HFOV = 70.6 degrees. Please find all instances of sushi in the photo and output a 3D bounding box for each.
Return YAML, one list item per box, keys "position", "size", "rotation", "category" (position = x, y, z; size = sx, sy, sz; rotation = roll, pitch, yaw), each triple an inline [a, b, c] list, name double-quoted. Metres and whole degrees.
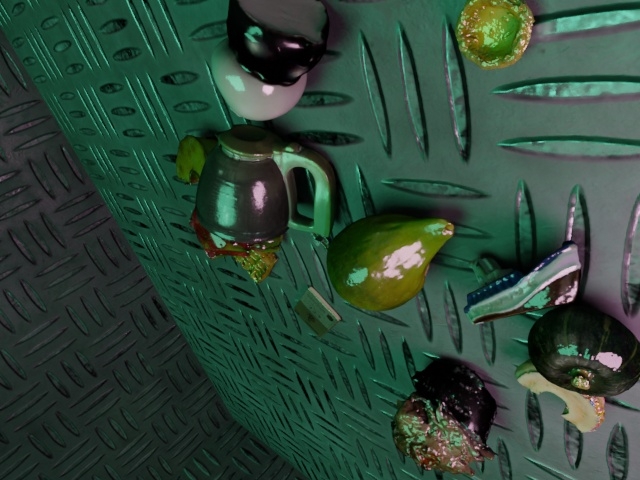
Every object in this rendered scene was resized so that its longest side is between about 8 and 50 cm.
- position: [0.292, 0.432, 1.076]
  size: [0.238, 0.218, 0.225]
  rotation: [18, 140, 42]
  category: "sushi"

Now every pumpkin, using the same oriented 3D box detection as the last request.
- position: [0.425, 0.181, 0.737]
  size: [0.167, 0.125, 0.167]
  rotation: [41, 163, 15]
  category: "pumpkin"

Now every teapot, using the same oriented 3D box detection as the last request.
- position: [-0.141, -0.125, 1.043]
  size: [0.321, 0.239, 0.239]
  rotation: [37, 135, 29]
  category: "teapot"

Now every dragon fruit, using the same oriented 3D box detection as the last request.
- position: [-0.247, -0.052, 1.324]
  size: [0.198, 0.269, 0.200]
  rotation: [106, 159, -69]
  category: "dragon fruit"

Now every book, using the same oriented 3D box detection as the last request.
- position: [-0.015, 0.234, 1.450]
  size: [0.138, 0.016, 0.199]
  rotation: [46, 148, 8]
  category: "book"

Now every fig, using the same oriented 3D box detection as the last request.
- position: [0.147, 0.018, 0.894]
  size: [0.206, 0.206, 0.275]
  rotation: [50, 134, 2]
  category: "fig"

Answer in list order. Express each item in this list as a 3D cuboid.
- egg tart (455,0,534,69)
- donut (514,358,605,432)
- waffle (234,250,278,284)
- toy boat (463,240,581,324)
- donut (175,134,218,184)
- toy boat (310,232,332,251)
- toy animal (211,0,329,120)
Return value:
- position: [0.230, -0.279, 0.593]
  size: [0.105, 0.039, 0.105]
  rotation: [32, 144, 27]
  category: "egg tart"
- position: [0.462, 0.275, 0.845]
  size: [0.166, 0.065, 0.108]
  rotation: [42, 147, 16]
  category: "donut"
- position: [-0.243, 0.030, 1.490]
  size: [0.211, 0.055, 0.160]
  rotation: [45, 147, 8]
  category: "waffle"
- position: [0.329, 0.069, 0.773]
  size: [0.262, 0.114, 0.115]
  rotation: [-38, 59, 59]
  category: "toy boat"
- position: [-0.324, -0.221, 1.269]
  size: [0.259, 0.101, 0.152]
  rotation: [32, 128, 46]
  category: "donut"
- position: [0.000, 0.000, 1.173]
  size: [0.083, 0.038, 0.038]
  rotation: [45, 148, 8]
  category: "toy boat"
- position: [-0.096, -0.326, 0.812]
  size: [0.165, 0.187, 0.235]
  rotation: [57, 147, 8]
  category: "toy animal"
